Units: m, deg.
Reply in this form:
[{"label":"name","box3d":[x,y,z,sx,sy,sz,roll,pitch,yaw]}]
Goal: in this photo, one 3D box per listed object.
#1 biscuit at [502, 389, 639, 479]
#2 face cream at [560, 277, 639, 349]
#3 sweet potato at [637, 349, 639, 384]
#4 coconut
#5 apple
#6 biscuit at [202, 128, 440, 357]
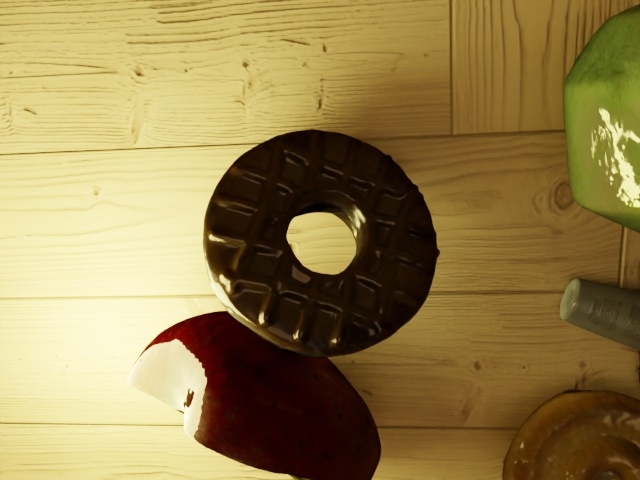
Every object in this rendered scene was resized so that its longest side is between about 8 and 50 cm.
[{"label":"biscuit","box3d":[0.428,0.375,1.062,0.296,0.102,0.296,0,77,0]},{"label":"face cream","box3d":[0.467,0.117,1.054,0.198,0.057,0.084,19,104,-2]},{"label":"sweet potato","box3d":[0.515,0.208,1.086,0.049,0.049,0.117,-26,98,15]},{"label":"coconut","box3d":[0.453,-0.133,0.852,0.328,0.281,0.328,-5,100,-29]},{"label":"apple","box3d":[-0.089,0.265,1.032,0.295,0.328,0.365,-40,122,20]},{"label":"biscuit","box3d":[0.000,0.000,0.960,0.332,0.103,0.332,4,73,-12]}]
